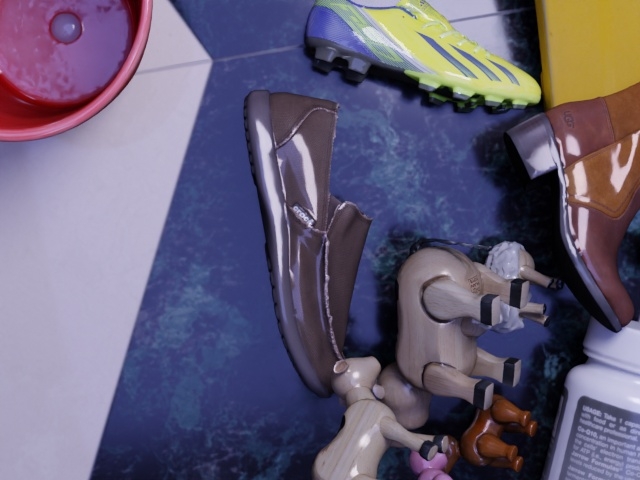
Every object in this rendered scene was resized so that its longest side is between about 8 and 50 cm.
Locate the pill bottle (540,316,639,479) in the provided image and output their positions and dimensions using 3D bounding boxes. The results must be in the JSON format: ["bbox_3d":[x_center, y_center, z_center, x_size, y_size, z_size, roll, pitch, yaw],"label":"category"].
[{"bbox_3d":[0.353,0.240,1.154,0.161,0.161,0.283,13,94,-4],"label":"pill bottle"}]

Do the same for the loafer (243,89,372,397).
[{"bbox_3d":[0.000,0.000,1.132,0.130,0.134,0.365,-10,95,-2],"label":"loafer"}]

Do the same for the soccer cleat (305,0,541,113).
[{"bbox_3d":[0.126,-0.227,1.144,0.289,0.093,0.121,15,87,-4],"label":"soccer cleat"}]

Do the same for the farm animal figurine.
[{"bbox_3d":[0.113,0.151,1.090,0.172,0.330,0.326,15,96,33],"label":"farm animal figurine"}]

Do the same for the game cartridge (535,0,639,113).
[{"bbox_3d":[0.391,-0.247,1.134,0.286,0.052,0.323,-11,114,-2],"label":"game cartridge"}]

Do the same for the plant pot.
[{"bbox_3d":[-0.297,-0.239,1.045,0.275,0.243,0.274,0,94,-2],"label":"plant pot"}]

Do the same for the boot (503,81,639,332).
[{"bbox_3d":[0.382,-0.062,1.100,0.281,0.096,0.264,-22,75,1],"label":"boot"}]
